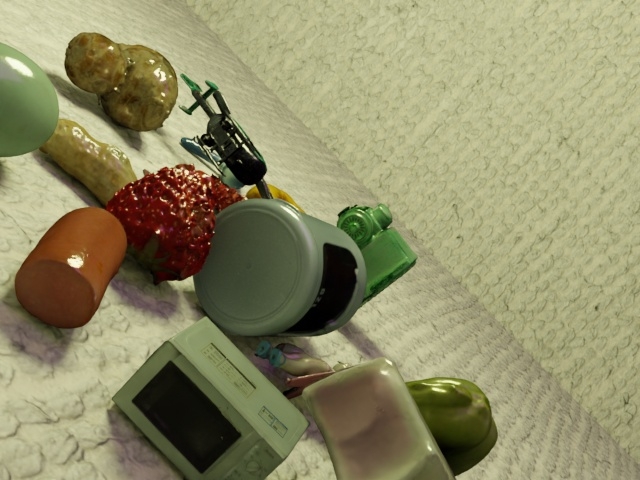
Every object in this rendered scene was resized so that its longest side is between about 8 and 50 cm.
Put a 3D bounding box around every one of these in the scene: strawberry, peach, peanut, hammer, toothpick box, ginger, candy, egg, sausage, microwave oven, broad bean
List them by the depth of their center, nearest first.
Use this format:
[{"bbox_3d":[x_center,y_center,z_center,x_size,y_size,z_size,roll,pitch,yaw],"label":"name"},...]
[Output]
[{"bbox_3d":[-0.138,0.224,1.157,0.208,0.122,0.162,45,13,4],"label":"microwave oven"},{"bbox_3d":[-0.333,0.024,1.230,0.113,0.113,0.259,40,15,-15],"label":"sausage"},{"bbox_3d":[0.115,0.344,1.273,0.358,0.145,0.208,61,2,-41],"label":"candy"},{"bbox_3d":[-0.500,-0.215,1.335,0.231,0.168,0.168,26,22,-46],"label":"egg"},{"bbox_3d":[-0.253,-0.037,1.468,0.187,0.201,0.184,30,-14,8],"label":"strawberry"},{"bbox_3d":[0.176,0.317,1.490,0.238,0.291,0.119,21,52,-20],"label":"broad bean"},{"bbox_3d":[-0.399,-0.131,1.569,0.214,0.099,0.099,36,15,-9],"label":"peanut"},{"bbox_3d":[-0.062,0.057,1.659,0.263,0.263,0.355,49,13,21],"label":"toothpick box"},{"bbox_3d":[-0.182,-0.065,2.011,0.167,0.087,0.208,34,-2,-37],"label":"strawberry"},{"bbox_3d":[-0.417,-0.362,2.021,0.256,0.176,0.375,39,12,-1],"label":"ginger"},{"bbox_3d":[-0.109,-0.061,2.149,0.179,0.103,0.179,38,13,-10],"label":"peach"},{"bbox_3d":[-0.264,-0.202,2.230,0.194,0.069,0.116,32,16,-13],"label":"hammer"}]

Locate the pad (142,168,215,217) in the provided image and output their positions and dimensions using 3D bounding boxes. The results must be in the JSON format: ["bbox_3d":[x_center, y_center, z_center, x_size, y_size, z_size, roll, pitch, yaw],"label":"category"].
[{"bbox_3d":[-0.258,-0.023,1.805,0.202,0.005,0.299,34,16,-35],"label":"pad"}]

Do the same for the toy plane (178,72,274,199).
[{"bbox_3d":[-0.221,-0.249,2.055,0.381,0.106,0.155,52,11,16],"label":"toy plane"}]

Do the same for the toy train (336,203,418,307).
[{"bbox_3d":[0.074,0.041,2.039,0.202,0.266,0.145,53,14,4],"label":"toy train"}]

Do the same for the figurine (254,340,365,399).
[{"bbox_3d":[-0.019,0.240,1.559,0.205,0.102,0.260,5,-19,47],"label":"figurine"}]
